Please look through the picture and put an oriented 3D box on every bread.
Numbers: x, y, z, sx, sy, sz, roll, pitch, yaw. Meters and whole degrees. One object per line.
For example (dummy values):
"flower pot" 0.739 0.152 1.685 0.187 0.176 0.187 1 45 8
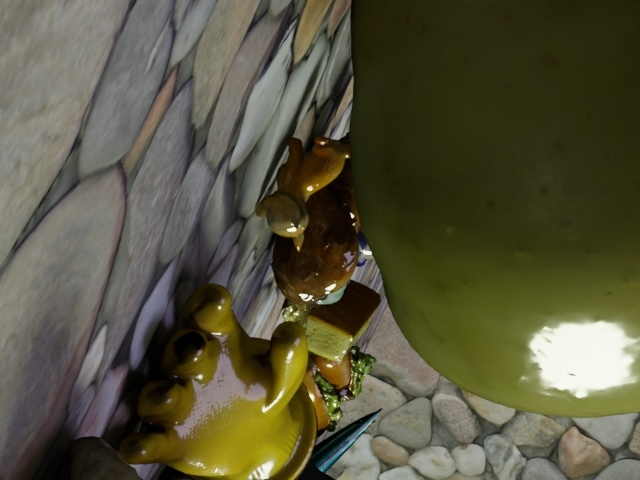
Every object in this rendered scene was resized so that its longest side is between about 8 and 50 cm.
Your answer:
"bread" 0.008 0.077 1.843 0.049 0.088 0.226 -64 174 11

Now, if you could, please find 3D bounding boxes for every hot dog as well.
"hot dog" -0.001 0.168 2.038 0.135 0.100 0.337 -61 175 -12

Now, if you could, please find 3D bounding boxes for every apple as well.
"apple" 0.236 -0.090 1.302 0.473 0.473 0.473 25 90 -84

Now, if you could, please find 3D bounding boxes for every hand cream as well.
"hand cream" -0.037 0.285 2.047 0.270 0.061 0.120 -38 177 -39

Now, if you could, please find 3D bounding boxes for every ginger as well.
"ginger" 0.004 -0.024 1.482 0.103 0.073 0.162 167 -57 -80

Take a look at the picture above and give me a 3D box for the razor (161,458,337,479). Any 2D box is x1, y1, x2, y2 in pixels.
"razor" -0.084 0.308 1.457 0.113 0.204 0.349 -30 -161 41

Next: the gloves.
"gloves" -0.077 0.117 1.250 0.294 0.116 0.133 66 42 -74

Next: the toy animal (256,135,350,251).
"toy animal" -0.008 -0.035 1.329 0.060 0.081 0.083 94 1 -80

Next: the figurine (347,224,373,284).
"figurine" 0.076 -0.065 1.730 0.194 0.133 0.274 -44 176 -22

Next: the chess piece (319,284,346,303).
"chess piece" 0.000 0.000 1.589 0.067 0.067 0.103 -50 156 -69

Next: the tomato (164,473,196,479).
"tomato" -0.093 0.286 1.195 0.181 0.155 0.214 -42 148 -27

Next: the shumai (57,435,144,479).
"shumai" -0.144 0.220 1.003 0.120 0.201 0.201 -18 153 -19
